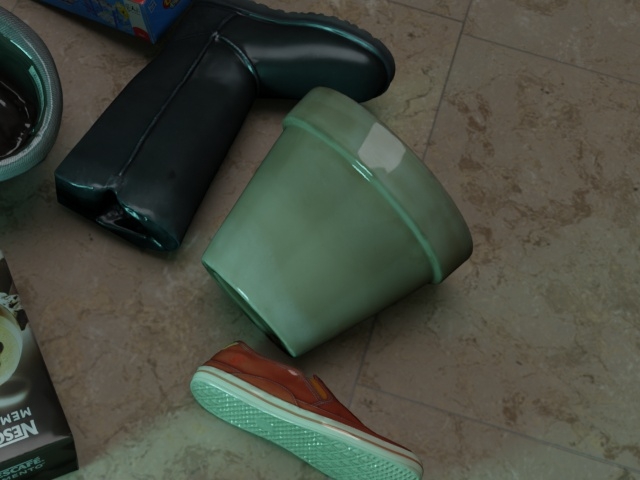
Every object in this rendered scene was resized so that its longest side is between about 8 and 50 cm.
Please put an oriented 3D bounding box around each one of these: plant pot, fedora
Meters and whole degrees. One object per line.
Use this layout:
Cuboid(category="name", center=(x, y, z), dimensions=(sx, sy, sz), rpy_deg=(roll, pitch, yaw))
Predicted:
Cuboid(category="plant pot", center=(0.000, 0.000, 1.606), dimensions=(0.280, 0.323, 0.323), rpy_deg=(-44, 71, -9))
Cuboid(category="fedora", center=(-0.484, -0.196, 1.567), dimensions=(0.275, 0.124, 0.244), rpy_deg=(26, 76, -17))

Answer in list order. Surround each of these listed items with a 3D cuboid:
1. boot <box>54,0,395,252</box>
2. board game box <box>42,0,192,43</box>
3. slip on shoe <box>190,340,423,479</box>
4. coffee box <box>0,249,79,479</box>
Cuboid(category="boot", center=(-0.136, -0.168, 1.749), dimensions=(0.367, 0.146, 0.445), rpy_deg=(17, 51, 18))
Cuboid(category="board game box", center=(-0.311, -0.496, 1.924), dimensions=(0.302, 0.086, 0.308), rpy_deg=(23, 62, 23))
Cuboid(category="slip on shoe", center=(-0.010, 0.229, 1.549), dimensions=(0.331, 0.123, 0.101), rpy_deg=(25, 55, 14))
Cuboid(category="coffee box", center=(-0.443, 0.180, 1.520), dimensions=(0.168, 0.119, 0.297), rpy_deg=(-20, 62, -19))
